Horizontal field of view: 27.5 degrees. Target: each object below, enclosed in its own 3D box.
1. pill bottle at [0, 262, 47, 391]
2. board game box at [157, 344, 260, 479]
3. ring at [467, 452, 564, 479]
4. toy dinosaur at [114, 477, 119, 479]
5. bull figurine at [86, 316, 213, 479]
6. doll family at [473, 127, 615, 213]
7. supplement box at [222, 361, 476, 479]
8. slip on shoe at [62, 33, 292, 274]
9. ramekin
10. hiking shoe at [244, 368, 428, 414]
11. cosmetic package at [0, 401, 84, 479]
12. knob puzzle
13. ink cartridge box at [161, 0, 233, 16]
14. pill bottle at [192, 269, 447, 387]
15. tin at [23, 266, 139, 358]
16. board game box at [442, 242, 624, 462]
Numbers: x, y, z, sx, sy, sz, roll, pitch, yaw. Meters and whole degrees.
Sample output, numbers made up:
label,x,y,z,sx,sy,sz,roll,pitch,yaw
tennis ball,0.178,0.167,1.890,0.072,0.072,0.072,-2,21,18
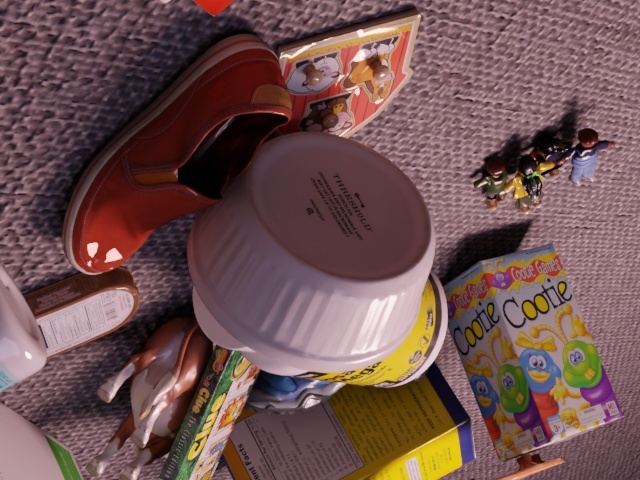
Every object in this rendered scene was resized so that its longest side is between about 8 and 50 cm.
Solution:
label,x,y,z,sx,sy,sz,roll,pitch,yaw
pill bottle,-0.430,0.129,1.357,0.264,0.146,0.146,-29,151,-3
board game box,-0.139,0.226,1.726,0.136,0.030,0.260,-18,136,-62
ring,0.209,0.382,1.994,0.336,0.032,0.336,-19,168,-4
toy dinosaur,-0.330,0.425,1.999,0.211,0.064,0.112,-15,149,-26
bull figurine,-0.213,0.226,1.733,0.188,0.101,0.310,-46,158,-40
doll family,0.303,-0.100,1.767,0.193,0.076,0.111,-30,147,-11
supplement box,0.038,0.315,2.034,0.356,0.194,0.195,-27,151,-6
slip on shoe,-0.153,-0.068,1.355,0.331,0.101,0.123,-43,151,24
ramekin,0.000,0.000,1.427,0.273,0.273,0.127,-11,146,-32
hiking shoe,0.008,0.154,1.882,0.304,0.113,0.132,-14,117,-17
cosmetic package,-0.414,0.321,1.624,0.155,0.197,0.365,-30,153,-1
knob puzzle,0.022,-0.158,1.450,0.213,0.030,0.213,-23,151,-14
ink cartridge box,-0.046,-0.308,1.124,0.275,0.060,0.239,-38,149,13
pill bottle,0.001,0.082,1.642,0.188,0.188,0.334,-44,148,22
tin,-0.302,0.090,1.531,0.189,0.040,0.106,-23,146,-14
board game box,0.305,0.165,1.935,0.144,0.275,0.142,-13,165,-29
